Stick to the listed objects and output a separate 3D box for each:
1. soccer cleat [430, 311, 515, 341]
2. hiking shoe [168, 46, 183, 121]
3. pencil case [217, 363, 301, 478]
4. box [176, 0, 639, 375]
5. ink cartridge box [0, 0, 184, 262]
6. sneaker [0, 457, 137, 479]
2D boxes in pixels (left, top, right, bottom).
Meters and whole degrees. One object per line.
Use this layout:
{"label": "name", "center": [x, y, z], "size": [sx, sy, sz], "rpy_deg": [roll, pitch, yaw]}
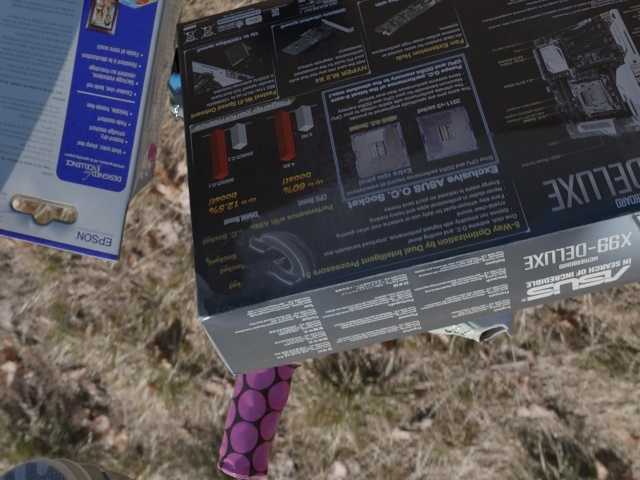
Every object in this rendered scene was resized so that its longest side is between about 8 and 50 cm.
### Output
{"label": "soccer cleat", "center": [0.303, 0.175, 2.016], "size": [0.196, 0.076, 0.068], "rpy_deg": [-12, 156, 25]}
{"label": "hiking shoe", "center": [-0.169, -0.261, 1.692], "size": [0.304, 0.113, 0.132], "rpy_deg": [15, 131, 38]}
{"label": "pencil case", "center": [-0.104, 0.295, 1.653], "size": [0.095, 0.098, 0.209], "rpy_deg": [14, 86, 39]}
{"label": "box", "center": [0.072, -0.069, 0.602], "size": [0.307, 0.242, 0.076], "rpy_deg": [-14, 143, 5]}
{"label": "ink cartridge box", "center": [-0.239, -0.178, 0.974], "size": [0.176, 0.069, 0.371], "rpy_deg": [12, 94, 10]}
{"label": "sneaker", "center": [-0.258, 0.259, 0.771], "size": [0.281, 0.115, 0.105], "rpy_deg": [-29, 68, 22]}
